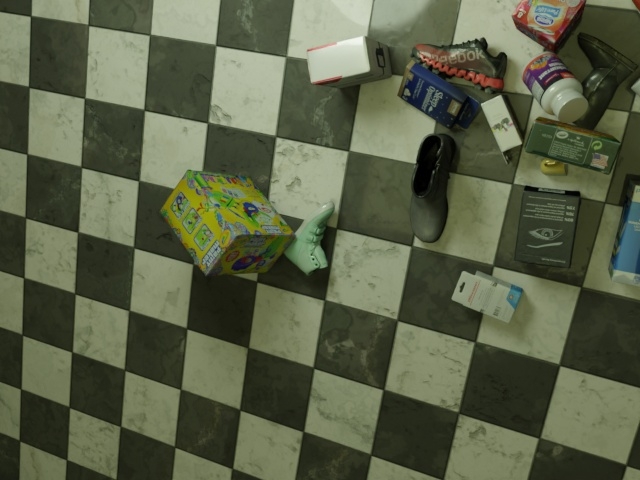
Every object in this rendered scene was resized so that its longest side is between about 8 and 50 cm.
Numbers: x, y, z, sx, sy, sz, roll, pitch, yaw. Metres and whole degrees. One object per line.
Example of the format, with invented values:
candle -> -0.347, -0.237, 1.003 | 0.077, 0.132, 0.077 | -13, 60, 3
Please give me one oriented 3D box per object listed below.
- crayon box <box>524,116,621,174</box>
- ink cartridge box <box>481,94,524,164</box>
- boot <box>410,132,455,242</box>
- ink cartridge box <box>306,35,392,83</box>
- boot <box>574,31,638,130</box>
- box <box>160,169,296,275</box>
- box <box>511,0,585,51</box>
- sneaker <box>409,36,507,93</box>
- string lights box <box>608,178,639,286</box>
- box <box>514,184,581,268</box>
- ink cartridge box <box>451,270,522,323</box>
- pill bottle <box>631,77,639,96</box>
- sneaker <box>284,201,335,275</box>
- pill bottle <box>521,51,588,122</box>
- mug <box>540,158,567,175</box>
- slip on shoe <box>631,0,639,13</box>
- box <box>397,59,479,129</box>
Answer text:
crayon box -> 0.632, -0.248, 1.638 | 0.202, 0.318, 0.081 | 18, 107, 15
ink cartridge box -> 0.511, -0.307, 1.786 | 0.062, 0.104, 0.181 | -23, 94, 24
boot -> 0.298, -0.140, 1.839 | 0.118, 0.223, 0.338 | 7, 104, 18
ink cartridge box -> 0.087, -0.499, 1.831 | 0.172, 0.237, 0.100 | -7, 97, 22
boot -> 0.703, -0.418, 1.716 | 0.190, 0.076, 0.208 | 40, 119, 10
box -> -0.282, -0.053, 2.005 | 0.177, 0.290, 0.279 | -50, 64, 23
box -> 0.570, -0.564, 1.622 | 0.128, 0.257, 0.122 | 37, 110, 9
sneaker -> 0.390, -0.507, 1.791 | 0.276, 0.097, 0.135 | 23, 109, 12
string lights box -> 0.834, -0.022, 1.713 | 0.077, 0.133, 0.259 | 11, 105, 17
box -> 0.629, -0.039, 1.801 | 0.153, 0.108, 0.207 | 9, 106, 18
ink cartridge box -> 0.494, 0.159, 1.922 | 0.180, 0.060, 0.104 | 23, 110, 14
pill bottle -> 0.924, -0.333, 1.595 | 0.283, 0.161, 0.161 | 44, 113, 7
sneaker -> 0.000, 0.000, 2.052 | 0.151, 0.094, 0.256 | 48, 123, 11
pill bottle -> 0.608, -0.393, 1.676 | 0.108, 0.108, 0.193 | -39, 45, 23
mug -> 0.640, -0.211, 1.782 | 0.064, 0.062, 0.078 | -5, 137, 30
slip on shoe -> 0.855, -0.540, 1.547 | 0.123, 0.101, 0.331 | -54, 49, 40
box -> 0.328, -0.399, 1.827 | 0.225, 0.136, 0.036 | 34, 68, 10
